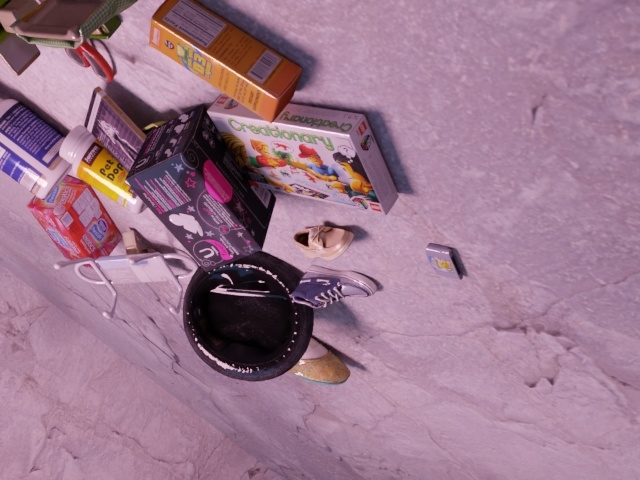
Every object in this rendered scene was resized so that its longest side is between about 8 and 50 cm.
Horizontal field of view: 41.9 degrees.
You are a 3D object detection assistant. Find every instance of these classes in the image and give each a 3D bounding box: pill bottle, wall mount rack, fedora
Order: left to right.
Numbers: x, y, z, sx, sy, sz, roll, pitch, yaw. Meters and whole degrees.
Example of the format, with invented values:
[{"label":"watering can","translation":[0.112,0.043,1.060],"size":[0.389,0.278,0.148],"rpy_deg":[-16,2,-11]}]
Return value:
[{"label":"pill bottle","translation":[-0.706,-0.232,1.944],"size":[0.265,0.153,0.153],"rpy_deg":[39,154,-12]},{"label":"pill bottle","translation":[-0.454,-0.159,1.820],"size":[0.215,0.117,0.117],"rpy_deg":[33,155,-1]},{"label":"wall mount rack","translation":[-0.510,0.091,2.171],"size":[0.350,0.130,0.304],"rpy_deg":[-5,144,14]},{"label":"fedora","translation":[-0.153,0.171,1.973],"size":[0.334,0.334,0.152],"rpy_deg":[24,-173,18]}]

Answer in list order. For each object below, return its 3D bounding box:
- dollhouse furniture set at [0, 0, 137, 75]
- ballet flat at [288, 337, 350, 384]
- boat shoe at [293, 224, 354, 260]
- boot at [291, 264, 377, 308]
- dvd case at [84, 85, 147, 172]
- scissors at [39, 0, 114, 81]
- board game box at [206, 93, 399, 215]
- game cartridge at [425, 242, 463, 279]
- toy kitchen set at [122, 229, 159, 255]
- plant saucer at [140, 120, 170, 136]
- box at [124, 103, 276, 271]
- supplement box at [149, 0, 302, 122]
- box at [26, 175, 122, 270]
[{"label":"dollhouse furniture set","translation":[-0.374,-0.336,1.314],"size":[0.301,0.197,0.151],"rpy_deg":[14,148,36]},{"label":"ballet flat","translation":[-0.078,0.287,2.208],"size":[0.348,0.123,0.123],"rpy_deg":[12,148,34]},{"label":"boat shoe","translation":[0.000,0.000,1.637],"size":[0.059,0.063,0.170],"rpy_deg":[38,156,-23]},{"label":"boot","translation":[0.028,0.112,1.776],"size":[0.190,0.086,0.069],"rpy_deg":[7,145,43]},{"label":"dvd case","translation":[-0.386,-0.191,1.687],"size":[0.221,0.018,0.164],"rpy_deg":[46,151,-2]},{"label":"scissors","translation":[-0.449,-0.382,1.488],"size":[0.109,0.021,0.297],"rpy_deg":[30,163,17]},{"label":"board game box","translation":[-0.031,-0.148,1.419],"size":[0.305,0.053,0.193],"rpy_deg":[14,149,35]},{"label":"game cartridge","translation":[0.221,0.038,1.504],"size":[0.056,0.017,0.083],"rpy_deg":[16,150,39]},{"label":"toy kitchen set","translation":[-0.483,0.008,2.268],"size":[0.068,0.075,0.083],"rpy_deg":[-13,180,9]},{"label":"plant saucer","translation":[-0.295,-0.169,1.701],"size":[0.188,0.045,0.188],"rpy_deg":[45,152,-22]},{"label":"box","translation":[-0.216,-0.095,1.553],"size":[0.142,0.163,0.247],"rpy_deg":[-20,125,25]},{"label":"supplement box","translation":[-0.148,-0.283,1.289],"size":[0.233,0.080,0.078],"rpy_deg":[34,153,3]},{"label":"box","translation":[-0.653,-0.048,2.241],"size":[0.122,0.128,0.257],"rpy_deg":[21,153,24]}]
